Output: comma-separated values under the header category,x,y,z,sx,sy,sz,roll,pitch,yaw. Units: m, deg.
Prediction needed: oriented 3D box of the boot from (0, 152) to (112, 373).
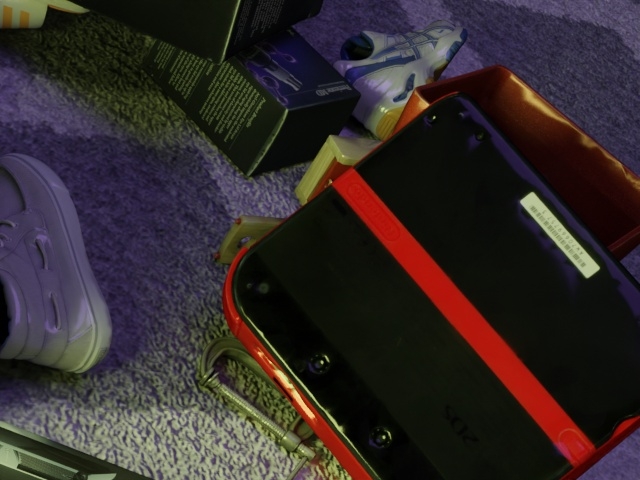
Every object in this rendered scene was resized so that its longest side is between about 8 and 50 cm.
category,x,y,z,sx,sy,sz,roll,pitch,yaw
boot,-0.291,0.009,1.666,0.123,0.095,0.258,13,37,-46

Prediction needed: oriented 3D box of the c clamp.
category,x,y,z,sx,sy,sz,roll,pitch,yaw
c clamp,-0.059,0.158,1.748,0.161,0.022,0.137,40,33,10

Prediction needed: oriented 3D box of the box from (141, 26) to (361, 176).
category,x,y,z,sx,sy,sz,roll,pitch,yaw
box,-0.082,-0.189,2.115,0.207,0.108,0.153,44,33,19

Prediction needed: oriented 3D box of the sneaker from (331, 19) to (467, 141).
category,x,y,z,sx,sy,sz,roll,pitch,yaw
sneaker,0.100,-0.243,2.347,0.131,0.112,0.296,35,31,3

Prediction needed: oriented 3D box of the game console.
category,x,y,z,sx,sy,sz,roll,pitch,yaw
game console,0.129,0.084,1.757,0.342,0.060,0.386,-37,77,-12

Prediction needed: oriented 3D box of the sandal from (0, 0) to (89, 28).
category,x,y,z,sx,sy,sz,roll,pitch,yaw
sandal,-0.392,-0.285,2.006,0.265,0.076,0.102,13,25,-13

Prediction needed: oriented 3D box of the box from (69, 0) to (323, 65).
category,x,y,z,sx,sy,sz,roll,pitch,yaw
box,-0.158,-0.361,2.022,0.296,0.182,0.294,25,24,13

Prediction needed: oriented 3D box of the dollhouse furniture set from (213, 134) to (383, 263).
category,x,y,z,sx,sy,sz,roll,pitch,yaw
dollhouse furniture set,0.000,0.000,1.860,0.129,0.183,0.129,4,42,-38

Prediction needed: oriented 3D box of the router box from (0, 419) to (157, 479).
category,x,y,z,sx,sy,sz,roll,pitch,yaw
router box,-0.271,0.248,1.383,0.309,0.081,0.243,24,33,-15

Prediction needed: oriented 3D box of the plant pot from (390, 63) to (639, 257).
category,x,y,z,sx,sy,sz,roll,pitch,yaw
plant pot,0.190,-0.011,1.982,0.267,0.235,0.267,41,26,14
